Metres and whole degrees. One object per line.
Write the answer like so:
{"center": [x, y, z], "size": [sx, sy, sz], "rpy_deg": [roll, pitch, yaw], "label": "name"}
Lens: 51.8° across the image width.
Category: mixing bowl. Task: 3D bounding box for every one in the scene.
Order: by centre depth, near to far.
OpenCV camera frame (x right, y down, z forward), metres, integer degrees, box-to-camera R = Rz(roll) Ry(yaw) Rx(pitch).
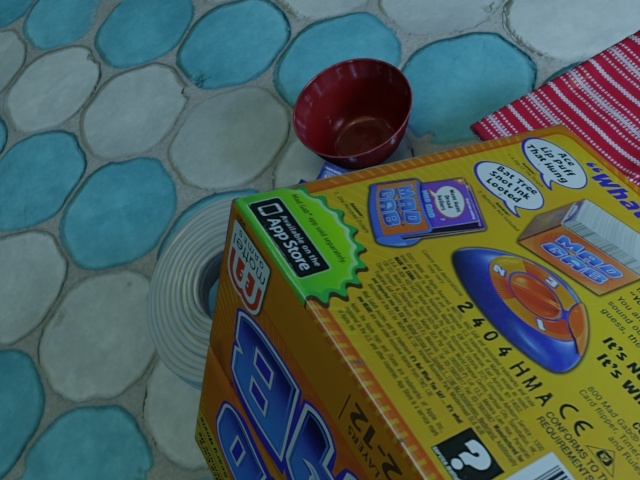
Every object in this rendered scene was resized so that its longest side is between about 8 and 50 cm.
{"center": [0.058, -0.175, 1.005], "size": [0.181, 0.098, 0.181], "rpy_deg": [-8, 60, 15], "label": "mixing bowl"}

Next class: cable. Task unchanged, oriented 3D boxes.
{"center": [-0.103, 0.067, 0.834], "size": [0.257, 0.089, 0.257], "rpy_deg": [34, 85, 30], "label": "cable"}

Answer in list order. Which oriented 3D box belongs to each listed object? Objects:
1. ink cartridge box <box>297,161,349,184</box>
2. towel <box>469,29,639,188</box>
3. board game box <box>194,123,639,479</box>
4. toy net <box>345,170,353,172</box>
{"center": [0.004, 0.047, 0.900], "size": [0.186, 0.065, 0.311], "rpy_deg": [27, 78, 18], "label": "ink cartridge box"}
{"center": [0.350, -0.145, 0.797], "size": [0.275, 0.031, 0.199], "rpy_deg": [-29, 56, 0], "label": "towel"}
{"center": [0.137, 0.168, 0.571], "size": [0.356, 0.356, 0.356], "rpy_deg": [-16, 52, -29], "label": "board game box"}
{"center": [0.000, 0.000, 0.971], "size": [0.122, 0.045, 0.232], "rpy_deg": [42, 85, 19], "label": "toy net"}
